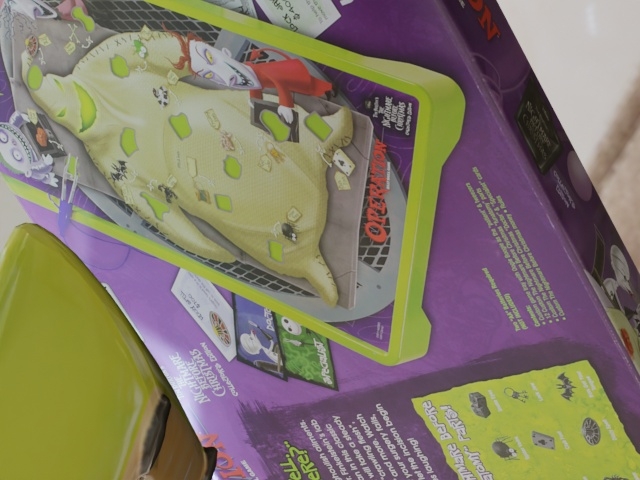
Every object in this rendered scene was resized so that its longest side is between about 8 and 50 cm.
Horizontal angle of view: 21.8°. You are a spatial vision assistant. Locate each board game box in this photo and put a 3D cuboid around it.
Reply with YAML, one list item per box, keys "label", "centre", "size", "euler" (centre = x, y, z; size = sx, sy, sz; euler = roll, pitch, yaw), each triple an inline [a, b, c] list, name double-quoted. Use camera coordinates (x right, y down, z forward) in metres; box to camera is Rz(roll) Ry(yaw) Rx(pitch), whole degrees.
- label: "board game box"
  centre: [0.000, 0.000, 0.622]
  size: [0.347, 0.208, 0.056]
  euler: [59, -148, -21]

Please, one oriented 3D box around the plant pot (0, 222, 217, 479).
- label: "plant pot"
  centre: [-0.151, 0.086, 0.397]
  size: [0.207, 0.228, 0.227]
  euler: [18, 166, 5]
